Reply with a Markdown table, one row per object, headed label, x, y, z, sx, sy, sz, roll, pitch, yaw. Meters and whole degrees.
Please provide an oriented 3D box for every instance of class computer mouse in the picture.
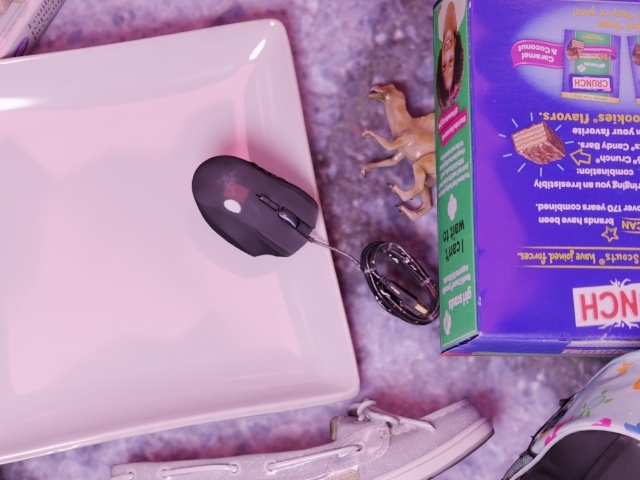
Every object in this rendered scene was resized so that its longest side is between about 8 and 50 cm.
| label | x | y | z | sx | sy | sz | roll | pitch | yaw |
| --- | --- | --- | --- | --- | --- | --- | --- | --- | --- |
| computer mouse | 0.000 | 0.000 | 1.584 | 0.242 | 0.041 | 0.071 | 28 | 72 | -7 |

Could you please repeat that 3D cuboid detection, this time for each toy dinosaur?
| label | x | y | z | sx | sy | sz | roll | pitch | yaw |
| --- | --- | --- | --- | --- | --- | --- | --- | --- | --- |
| toy dinosaur | 0.099 | -0.066 | 1.638 | 0.183 | 0.053 | 0.092 | 42 | 80 | 8 |

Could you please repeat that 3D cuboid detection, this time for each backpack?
| label | x | y | z | sx | sy | sz | roll | pitch | yaw |
| --- | --- | --- | --- | --- | --- | --- | --- | --- | --- |
| backpack | 0.276 | 0.199 | 1.484 | 0.225 | 0.253 | 0.191 | 37 | 60 | 8 |

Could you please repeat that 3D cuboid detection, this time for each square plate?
| label | x | y | z | sx | sy | sz | roll | pitch | yaw |
| --- | --- | --- | --- | --- | --- | --- | --- | --- | --- |
| square plate | -0.166 | -0.001 | 1.608 | 0.344 | 0.049 | 0.347 | -10 | 78 | -9 |

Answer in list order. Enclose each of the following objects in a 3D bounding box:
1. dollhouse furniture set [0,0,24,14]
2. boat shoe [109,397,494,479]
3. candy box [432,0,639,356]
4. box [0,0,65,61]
| label | x | y | z | sx | sy | sz | roll | pitch | yaw |
| --- | --- | --- | --- | --- | --- | --- | --- | --- | --- |
| dollhouse furniture set | -0.424 | -0.370 | 1.579 | 0.355 | 0.303 | 0.174 | 8 | 51 | 16 |
| boat shoe | -0.015 | 0.187 | 1.554 | 0.320 | 0.118 | 0.103 | -19 | 83 | 3 |
| candy box | 0.239 | -0.061 | 1.588 | 0.268 | 0.122 | 0.317 | 2 | 77 | -10 |
| box | -0.220 | -0.298 | 1.680 | 0.067 | 0.063 | 0.324 | 30 | 79 | 7 |
